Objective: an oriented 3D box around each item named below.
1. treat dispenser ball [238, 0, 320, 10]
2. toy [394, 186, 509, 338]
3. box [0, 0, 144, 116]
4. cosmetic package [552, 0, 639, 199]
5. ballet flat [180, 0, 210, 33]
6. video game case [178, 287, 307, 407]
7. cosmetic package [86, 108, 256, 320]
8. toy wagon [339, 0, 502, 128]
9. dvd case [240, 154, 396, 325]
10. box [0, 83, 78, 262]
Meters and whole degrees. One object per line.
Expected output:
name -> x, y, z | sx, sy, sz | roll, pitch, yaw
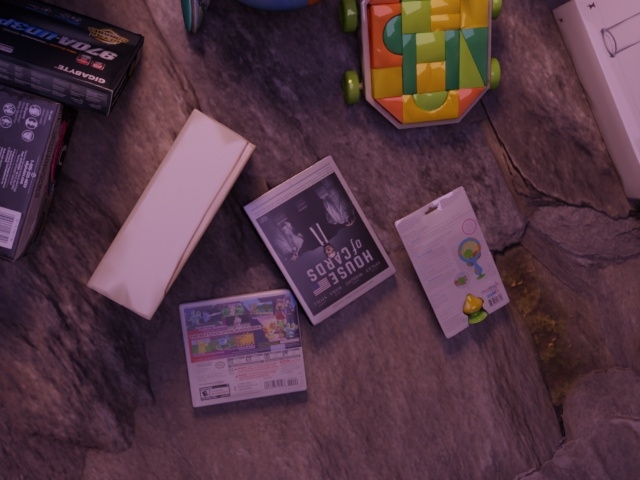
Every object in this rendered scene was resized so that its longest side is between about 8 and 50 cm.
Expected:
treat dispenser ball -> -0.061, -0.487, 1.000 | 0.288, 0.288, 0.288 | -1, 95, -8
toy -> 0.228, 0.038, 1.207 | 0.136, 0.056, 0.237 | -29, 103, -8
box -> -0.398, -0.287, 1.035 | 0.220, 0.175, 0.051 | 17, 132, -9
cosmetic package -> 0.620, -0.300, 1.213 | 0.284, 0.097, 0.377 | -26, 98, -2
ballet flat -> -0.201, -0.432, 1.103 | 0.070, 0.070, 0.189 | -11, 100, -7
video game case -> -0.133, 0.185, 1.186 | 0.201, 0.023, 0.184 | -7, 96, -6
cosmetic package -> -0.230, -0.044, 1.083 | 0.113, 0.160, 0.310 | 30, 91, -10
toy wagon -> 0.166, -0.361, 1.125 | 0.267, 0.068, 0.345 | -7, 113, -8
dvd case -> 0.000, 0.000, 1.174 | 0.179, 0.029, 0.239 | -32, 98, -12
box -> -0.493, -0.111, 1.049 | 0.163, 0.142, 0.247 | 17, 94, -10
